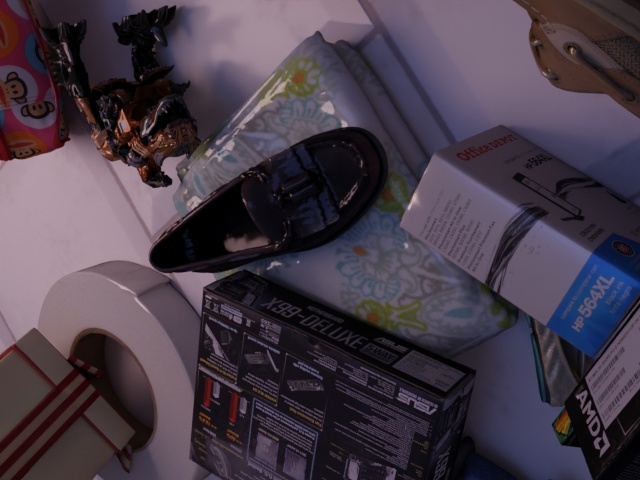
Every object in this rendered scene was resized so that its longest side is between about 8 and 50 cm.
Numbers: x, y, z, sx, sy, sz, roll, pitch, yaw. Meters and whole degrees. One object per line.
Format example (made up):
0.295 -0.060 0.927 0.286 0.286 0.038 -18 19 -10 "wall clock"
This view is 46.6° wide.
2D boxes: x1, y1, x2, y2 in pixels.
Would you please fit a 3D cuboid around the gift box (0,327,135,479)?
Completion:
-0.452 0.319 1.118 0.255 0.258 0.276 -26 108 38 "gift box"

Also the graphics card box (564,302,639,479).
0.370 0.049 0.517 0.232 0.094 0.371 15 121 -11 "graphics card box"

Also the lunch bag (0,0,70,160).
-0.439 -0.264 1.039 0.258 0.120 0.293 -150 44 -71 "lunch bag"

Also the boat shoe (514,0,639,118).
0.213 -0.160 0.568 0.341 0.122 0.110 32 138 -3 "boat shoe"

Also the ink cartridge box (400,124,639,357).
0.197 -0.010 0.664 0.203 0.148 0.086 37 125 22 "ink cartridge box"

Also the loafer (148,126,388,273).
-0.064 -0.024 0.784 0.302 0.095 0.109 -25 89 38 "loafer"

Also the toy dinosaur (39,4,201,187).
-0.258 -0.171 0.952 0.322 0.164 0.218 -1 109 37 "toy dinosaur"

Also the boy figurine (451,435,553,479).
0.238 0.344 0.793 0.285 0.092 0.177 37 121 26 "boy figurine"

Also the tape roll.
-0.304 0.223 1.175 0.392 0.072 0.392 14 113 34 "tape roll"

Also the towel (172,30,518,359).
0.000 0.000 0.858 0.320 0.090 0.374 -36 82 40 "towel"

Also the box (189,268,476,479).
-0.004 0.200 0.822 0.307 0.076 0.243 20 115 29 "box"

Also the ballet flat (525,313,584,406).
0.232 0.084 0.743 0.052 0.057 0.168 -13 102 11 "ballet flat"

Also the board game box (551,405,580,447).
0.317 0.086 0.628 0.030 0.136 0.260 -103 30 -54 "board game box"
